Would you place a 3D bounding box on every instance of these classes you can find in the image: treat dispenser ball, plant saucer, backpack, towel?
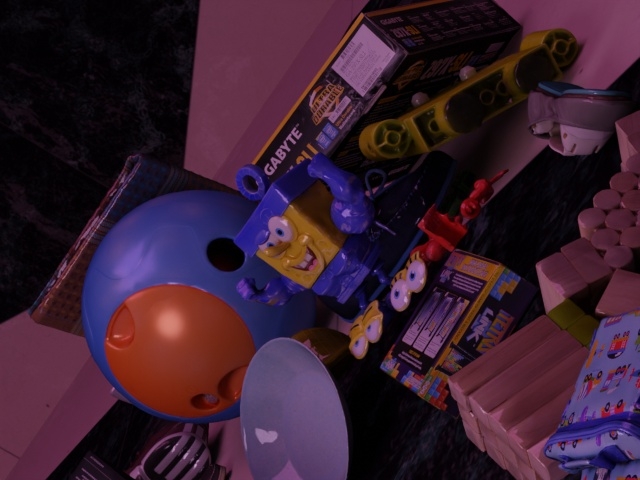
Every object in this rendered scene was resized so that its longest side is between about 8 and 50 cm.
[{"bbox_3d":[-0.149,0.081,2.329,0.288,0.288,0.288,-55,12,17],"label":"treat dispenser ball"},{"bbox_3d":[-0.015,0.193,1.918,0.195,0.037,0.195,10,102,55],"label":"plant saucer"},{"bbox_3d":[0.203,0.137,1.123,0.173,0.117,0.158,-64,11,-12],"label":"backpack"},{"bbox_3d":[-0.184,0.041,2.517,0.271,0.370,0.040,-56,48,11],"label":"towel"}]

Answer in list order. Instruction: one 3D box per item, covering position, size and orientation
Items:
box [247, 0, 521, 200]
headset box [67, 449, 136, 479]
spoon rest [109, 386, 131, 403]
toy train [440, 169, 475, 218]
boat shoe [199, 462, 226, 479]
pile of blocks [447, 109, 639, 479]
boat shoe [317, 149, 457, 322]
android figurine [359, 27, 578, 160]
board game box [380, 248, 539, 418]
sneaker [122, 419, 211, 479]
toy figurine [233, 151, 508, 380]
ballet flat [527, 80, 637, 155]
[{"bbox_3d":[0.076,-0.162,2.213,0.257,0.079,0.322,-54,-16,27],"label":"box"},{"bbox_3d":[-0.208,0.384,1.808,0.283,0.131,0.246,-55,36,-7],"label":"headset box"},{"bbox_3d":[-0.214,0.217,2.838,0.276,0.084,0.137,-11,48,57],"label":"spoon rest"},{"bbox_3d":[0.147,-0.042,2.084,0.024,0.017,0.083,-15,44,58],"label":"toy train"},{"bbox_3d":[-0.169,0.338,2.341,0.152,0.049,0.056,-60,11,-11],"label":"boat shoe"},{"bbox_3d":[0.230,0.048,1.339,0.362,0.149,0.112,-54,-35,-30],"label":"pile of blocks"},{"bbox_3d":[0.060,-0.007,2.118,0.258,0.089,0.109,-56,2,32],"label":"boat shoe"},{"bbox_3d":[0.157,-0.151,2.034,0.248,0.056,0.273,-29,6,-6],"label":"android figurine"},{"bbox_3d":[0.126,0.083,1.763,0.141,0.048,0.170,-56,11,-1],"label":"board game box"},{"bbox_3d":[-0.236,0.336,2.551,0.281,0.106,0.162,-43,11,20],"label":"sneaker"},{"bbox_3d":[0.000,0.000,1.948,0.191,0.217,0.362,-50,-1,-40],"label":"toy figurine"},{"bbox_3d":[0.244,-0.111,1.771,0.213,0.072,0.068,-140,54,-79],"label":"ballet flat"}]
